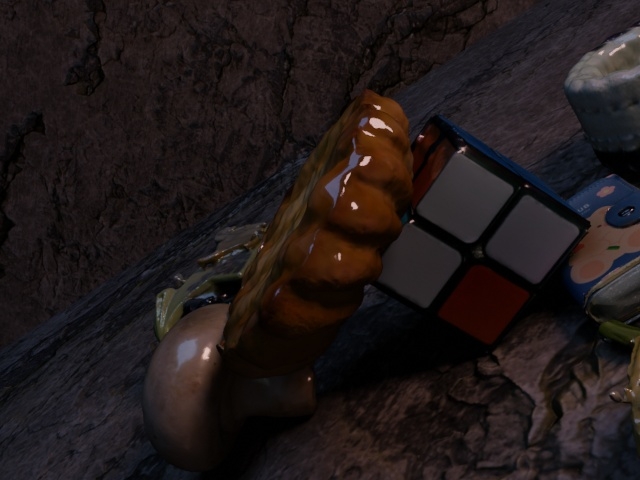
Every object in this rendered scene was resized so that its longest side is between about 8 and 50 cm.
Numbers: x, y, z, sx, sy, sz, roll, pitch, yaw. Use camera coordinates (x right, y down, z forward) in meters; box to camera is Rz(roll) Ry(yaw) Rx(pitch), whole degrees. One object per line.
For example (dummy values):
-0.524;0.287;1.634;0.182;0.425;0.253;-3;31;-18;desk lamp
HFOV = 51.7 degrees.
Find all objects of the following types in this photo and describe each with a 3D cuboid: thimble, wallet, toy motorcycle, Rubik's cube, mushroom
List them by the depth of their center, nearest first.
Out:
0.305;0.005;0.689;0.141;0.059;0.202;-38;14;11;wallet
0.156;-0.016;0.741;0.180;0.167;0.183;-57;9;16;Rubik's cube
-0.118;0.183;0.825;0.206;0.209;0.206;-167;90;-69;mushroom
0.442;-0.194;0.829;0.237;0.150;0.237;-30;18;11;thimble
-0.135;0.077;1.146;0.237;0.168;0.410;-15;18;32;toy motorcycle

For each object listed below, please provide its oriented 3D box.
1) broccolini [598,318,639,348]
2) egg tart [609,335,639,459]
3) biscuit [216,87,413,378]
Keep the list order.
0.351;0.040;0.517;0.271;0.062;0.123;-18;17;48;broccolini
0.310;0.060;0.320;0.341;0.132;0.341;-31;29;19;egg tart
0.000;0.000;0.695;0.325;0.107;0.325;-57;13;21;biscuit
